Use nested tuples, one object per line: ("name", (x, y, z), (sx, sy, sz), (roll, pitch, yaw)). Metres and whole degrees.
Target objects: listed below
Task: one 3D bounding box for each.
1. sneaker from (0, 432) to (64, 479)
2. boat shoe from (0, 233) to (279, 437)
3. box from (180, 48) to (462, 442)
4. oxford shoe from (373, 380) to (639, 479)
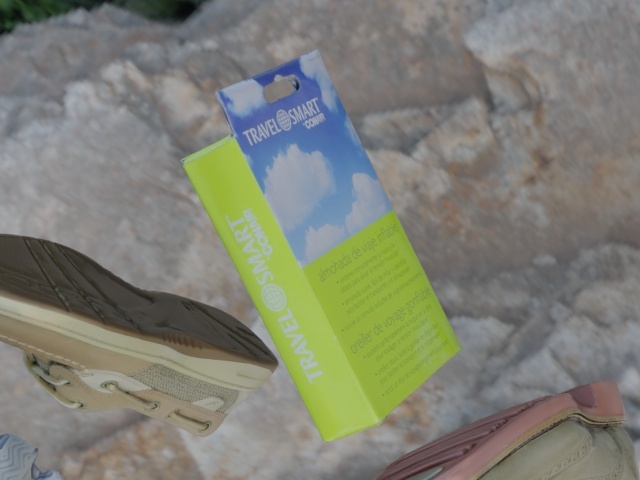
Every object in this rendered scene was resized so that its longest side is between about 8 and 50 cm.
("sneaker", (-0.313, 0.133, 0.945), (0.315, 0.127, 0.182), (44, 126, -9))
("boat shoe", (-0.158, 0.079, 1.134), (0.098, 0.302, 0.109), (-54, 51, 12))
("box", (0.000, 0.000, 0.811), (0.042, 0.109, 0.178), (-24, 95, 33))
("oxford shoe", (0.162, 0.200, 1.206), (0.140, 0.397, 0.146), (-26, 79, 30))
